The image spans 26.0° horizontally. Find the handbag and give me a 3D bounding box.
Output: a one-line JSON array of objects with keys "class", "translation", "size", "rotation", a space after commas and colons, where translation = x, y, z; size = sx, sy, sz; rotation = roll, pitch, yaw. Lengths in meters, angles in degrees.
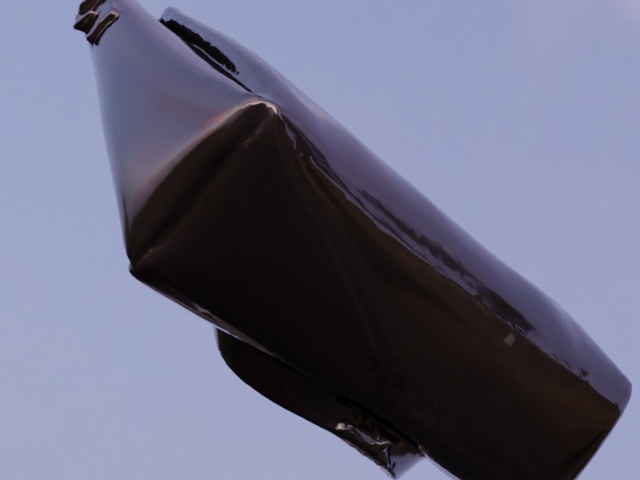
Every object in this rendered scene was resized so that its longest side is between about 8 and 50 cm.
[{"class": "handbag", "translation": [0.000, 0.000, 0.692], "size": [0.285, 0.113, 0.257], "rotation": [37, 9, -33]}]
